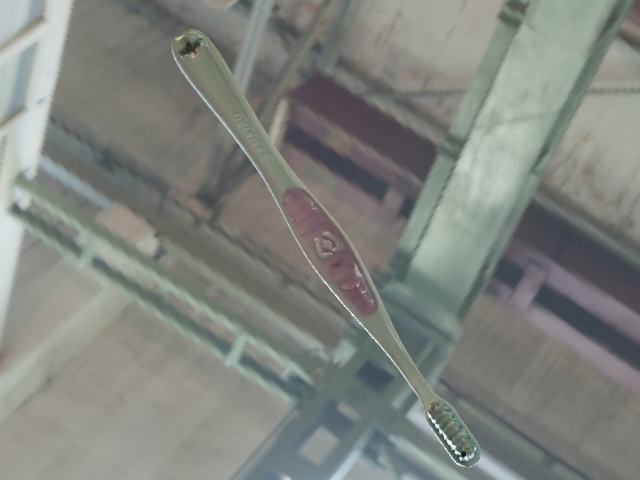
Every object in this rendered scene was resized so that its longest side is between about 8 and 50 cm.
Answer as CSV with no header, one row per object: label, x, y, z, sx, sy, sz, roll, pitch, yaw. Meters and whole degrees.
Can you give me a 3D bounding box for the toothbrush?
toothbrush,0.000,0.000,0.577,0.204,0.017,0.022,56,-7,16
